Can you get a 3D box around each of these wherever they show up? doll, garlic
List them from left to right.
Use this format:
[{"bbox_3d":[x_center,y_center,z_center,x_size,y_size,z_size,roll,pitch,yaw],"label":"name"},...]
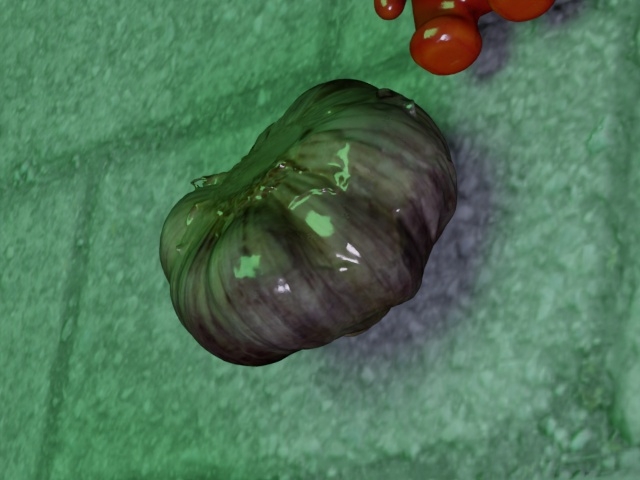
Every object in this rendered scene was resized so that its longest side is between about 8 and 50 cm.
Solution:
[{"bbox_3d":[0.000,0.000,1.315,0.245,0.160,0.245,-33,18,12],"label":"garlic"},{"bbox_3d":[0.095,-0.287,1.369,0.200,0.105,0.336,-35,49,37],"label":"doll"}]
